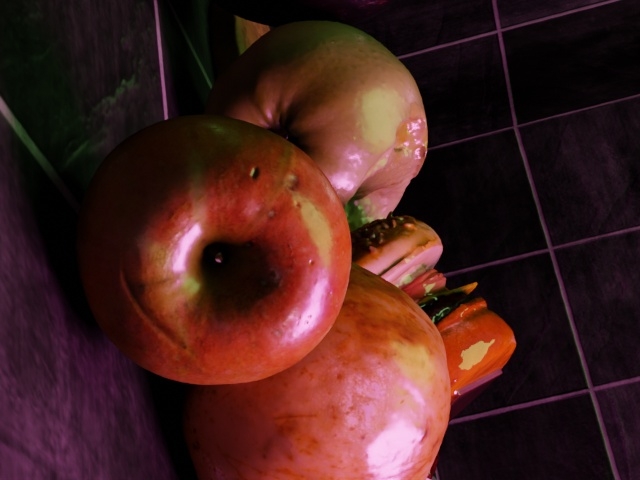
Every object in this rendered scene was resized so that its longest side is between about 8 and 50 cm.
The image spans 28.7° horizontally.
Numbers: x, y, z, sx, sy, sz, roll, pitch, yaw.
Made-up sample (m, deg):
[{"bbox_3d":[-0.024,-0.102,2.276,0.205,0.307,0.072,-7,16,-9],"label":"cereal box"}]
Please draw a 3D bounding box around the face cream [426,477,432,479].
[{"bbox_3d":[0.066,0.321,1.475,0.345,0.102,0.102,132,-54,-76],"label":"face cream"}]

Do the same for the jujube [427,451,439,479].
[{"bbox_3d":[0.092,0.202,1.848,0.216,0.216,0.342,-51,132,-82],"label":"jujube"}]

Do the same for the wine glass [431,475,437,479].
[{"bbox_3d":[0.141,0.430,2.069,0.241,0.126,0.126,61,17,-65],"label":"wine glass"}]

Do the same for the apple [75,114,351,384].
[{"bbox_3d":[-0.078,0.005,0.888,0.196,0.196,0.196,-14,90,-83],"label":"apple"}]

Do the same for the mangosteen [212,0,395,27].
[{"bbox_3d":[-0.058,-0.427,1.434,0.435,0.382,0.382,-11,86,-45],"label":"mangosteen"}]

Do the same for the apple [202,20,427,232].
[{"bbox_3d":[-0.011,-0.117,1.401,0.279,0.279,0.279,-14,90,-83],"label":"apple"}]

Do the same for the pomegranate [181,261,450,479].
[{"bbox_3d":[-0.001,0.137,1.045,0.248,0.248,0.248,-14,90,-83],"label":"pomegranate"}]

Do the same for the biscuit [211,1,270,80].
[{"bbox_3d":[-0.077,-0.193,1.813,0.385,0.062,0.365,-92,167,-60],"label":"biscuit"}]

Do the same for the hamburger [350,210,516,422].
[{"bbox_3d":[0.050,0.115,1.319,0.225,0.291,0.291,47,1,13],"label":"hamburger"}]
